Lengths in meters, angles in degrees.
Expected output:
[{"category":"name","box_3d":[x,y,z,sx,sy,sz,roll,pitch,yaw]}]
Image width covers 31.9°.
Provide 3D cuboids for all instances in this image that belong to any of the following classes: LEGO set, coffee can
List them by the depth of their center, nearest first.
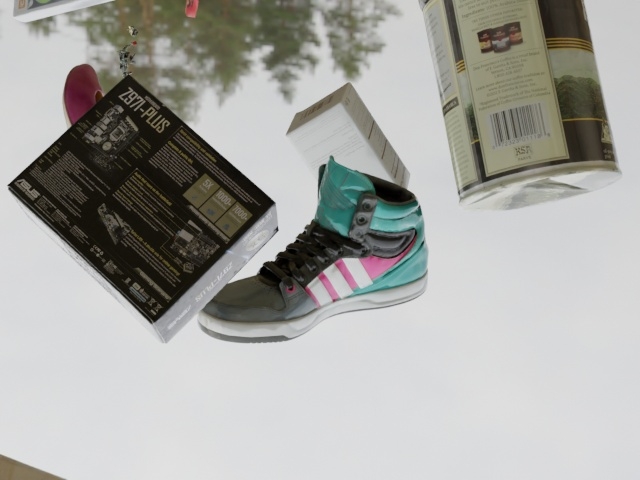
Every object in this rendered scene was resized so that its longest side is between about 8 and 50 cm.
[{"category":"coffee can","box_3d":[0.242,-0.190,1.376,0.201,0.275,0.201,-9,172,-1]},{"category":"LEGO set","box_3d":[-0.297,-0.287,1.712,0.023,0.054,0.083,5,-117,5]}]

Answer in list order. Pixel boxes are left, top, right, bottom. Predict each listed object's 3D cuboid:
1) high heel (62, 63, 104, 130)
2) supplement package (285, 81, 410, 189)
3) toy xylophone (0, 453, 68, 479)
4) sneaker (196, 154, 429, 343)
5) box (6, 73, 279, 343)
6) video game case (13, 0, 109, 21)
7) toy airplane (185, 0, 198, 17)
[{"category":"high heel","box_3d":[-0.237,-0.125,1.296,0.117,0.082,0.244,-6,-138,-3]},{"category":"supplement package","box_3d":[0.045,-0.129,1.701,0.105,0.179,0.105,-29,-162,19]},{"category":"toy xylophone","box_3d":[-0.228,0.234,0.754,0.236,0.081,0.322,25,-168,0]},{"category":"sneaker","box_3d":[0.000,0.000,1.237,0.295,0.178,0.124,-15,-150,-31]},{"category":"box","box_3d":[-0.151,-0.027,0.970,0.180,0.077,0.147,41,-104,12]},{"category":"video game case","box_3d":[-0.262,-0.339,1.228,0.190,0.173,0.022,-4,170,35]},{"category":"toy airplane","box_3d":[-0.081,-0.236,0.842,0.028,0.151,0.151,5,-158,-10]}]
